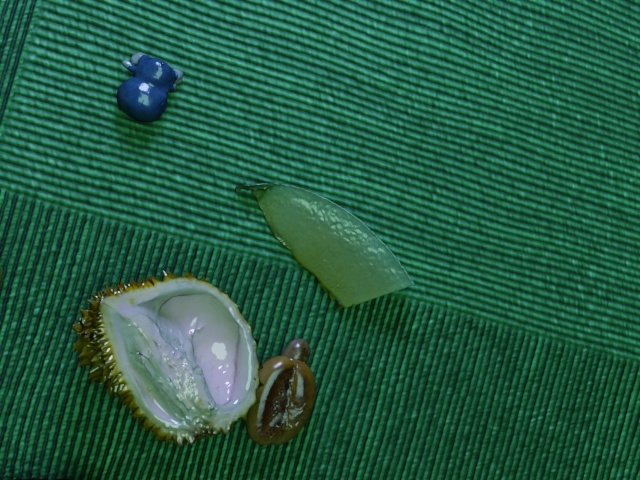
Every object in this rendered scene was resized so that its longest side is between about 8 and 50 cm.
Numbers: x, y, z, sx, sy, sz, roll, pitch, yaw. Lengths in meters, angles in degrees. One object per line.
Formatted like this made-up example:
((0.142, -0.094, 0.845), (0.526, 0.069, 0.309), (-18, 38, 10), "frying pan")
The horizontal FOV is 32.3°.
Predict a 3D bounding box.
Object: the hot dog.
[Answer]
((-0.051, 0.196, 1.429), (0.090, 0.060, 0.140), (10, 97, -19), "hot dog")

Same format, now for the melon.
((-0.001, 0.000, 1.448), (0.262, 0.053, 0.114), (38, 101, -10), "melon")

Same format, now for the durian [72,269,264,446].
((-0.187, 0.141, 1.351), (0.249, 0.138, 0.183), (46, 47, -16), "durian")

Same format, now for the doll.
((-0.218, -0.190, 1.369), (0.076, 0.050, 0.083), (26, 88, -11), "doll")

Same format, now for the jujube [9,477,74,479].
((-0.375, 0.445, 1.265), (0.258, 0.258, 0.376), (30, 80, -15), "jujube")
